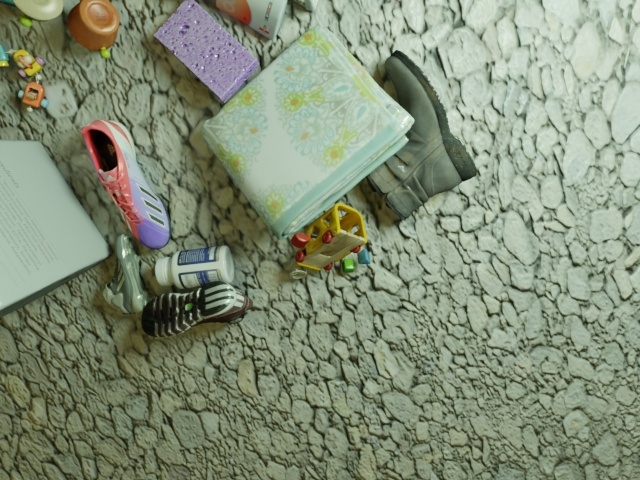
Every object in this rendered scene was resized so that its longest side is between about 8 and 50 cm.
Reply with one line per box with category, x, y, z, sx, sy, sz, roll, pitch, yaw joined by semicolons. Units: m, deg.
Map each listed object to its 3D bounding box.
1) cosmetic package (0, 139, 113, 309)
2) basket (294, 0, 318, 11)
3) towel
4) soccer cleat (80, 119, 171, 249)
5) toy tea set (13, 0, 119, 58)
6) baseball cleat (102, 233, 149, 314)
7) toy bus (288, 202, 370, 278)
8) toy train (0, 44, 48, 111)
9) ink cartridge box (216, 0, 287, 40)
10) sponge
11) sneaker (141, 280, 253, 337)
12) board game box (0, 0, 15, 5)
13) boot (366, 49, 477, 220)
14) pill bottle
cosmetic package;-0.730;0.010;0.865;0.330;0.393;0.327;-28;100;7
basket;-0.031;-0.585;0.870;0.103;0.113;0.167;24;101;-1
towel;-0.036;-0.234;0.915;0.374;0.090;0.320;-38;75;8
soccer cleat;-0.447;-0.119;0.975;0.109;0.116;0.318;-18;102;5
toy tea set;-0.500;-0.562;0.882;0.200;0.124;0.335;17;84;-37
baseball cleat;-0.493;0.089;1.046;0.110;0.072;0.205;-9;102;2
toy bus;0.012;-0.004;1.002;0.202;0.191;0.104;-7;59;1
toy train;-0.687;-0.369;0.941;0.166;0.046;0.125;24;95;-20
ink cartridge box;-0.136;-0.509;0.857;0.146;0.179;0.045;29;73;-6
sponge;-0.246;-0.413;0.923;0.210;0.031;0.117;44;91;4
sneaker;-0.289;0.184;1.046;0.282;0.162;0.106;-15;65;24
board game box;-0.694;-0.597;0.905;0.210;0.047;0.160;17;102;-3
boot;0.176;-0.224;0.953;0.223;0.118;0.338;-30;95;13
pill bottle;-0.302;0.067;1.027;0.170;0.094;0.094;-6;103;2
